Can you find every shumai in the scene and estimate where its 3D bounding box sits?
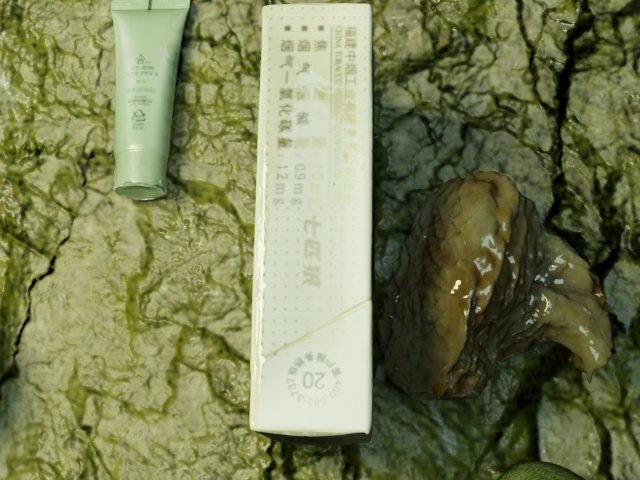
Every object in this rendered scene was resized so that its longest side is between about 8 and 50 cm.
[{"bbox_3d":[0.155,0.056,0.883,0.176,0.166,0.205,22,90,-20],"label":"shumai"}]

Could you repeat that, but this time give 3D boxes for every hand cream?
[{"bbox_3d":[-0.167,-0.140,0.977,0.078,0.050,0.204,-1,72,4],"label":"hand cream"}]

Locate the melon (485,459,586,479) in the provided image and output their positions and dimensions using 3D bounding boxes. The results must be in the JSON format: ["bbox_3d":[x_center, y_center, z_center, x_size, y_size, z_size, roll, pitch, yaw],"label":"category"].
[{"bbox_3d":[0.192,0.248,0.839,0.114,0.114,0.167,-39,78,-7],"label":"melon"}]

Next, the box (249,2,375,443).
[{"bbox_3d":[-0.001,0.000,0.854,0.095,0.210,0.330,1,76,3],"label":"box"}]
